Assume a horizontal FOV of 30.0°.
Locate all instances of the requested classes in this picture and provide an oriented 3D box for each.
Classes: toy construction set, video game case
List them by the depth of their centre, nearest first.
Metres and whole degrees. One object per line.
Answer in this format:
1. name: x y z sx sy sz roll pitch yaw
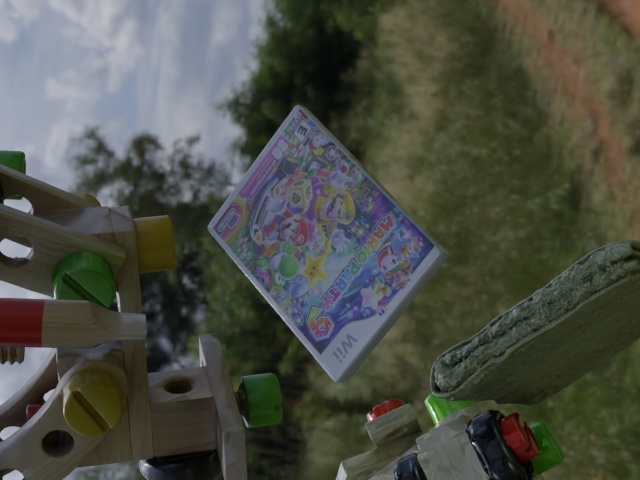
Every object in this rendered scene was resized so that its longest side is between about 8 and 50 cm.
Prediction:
1. video game case: 0.000 0.000 0.615 0.087 0.122 0.011 -52 -31 17
2. toy construction set: -0.131 0.063 0.713 0.309 0.237 0.258 168 104 -80
3. toy construction set: 0.133 0.209 0.746 0.151 0.328 0.215 -46 -28 9

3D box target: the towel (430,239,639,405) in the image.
1. towel: 0.139 0.047 0.660 0.148 0.110 0.027 -41 57 29
